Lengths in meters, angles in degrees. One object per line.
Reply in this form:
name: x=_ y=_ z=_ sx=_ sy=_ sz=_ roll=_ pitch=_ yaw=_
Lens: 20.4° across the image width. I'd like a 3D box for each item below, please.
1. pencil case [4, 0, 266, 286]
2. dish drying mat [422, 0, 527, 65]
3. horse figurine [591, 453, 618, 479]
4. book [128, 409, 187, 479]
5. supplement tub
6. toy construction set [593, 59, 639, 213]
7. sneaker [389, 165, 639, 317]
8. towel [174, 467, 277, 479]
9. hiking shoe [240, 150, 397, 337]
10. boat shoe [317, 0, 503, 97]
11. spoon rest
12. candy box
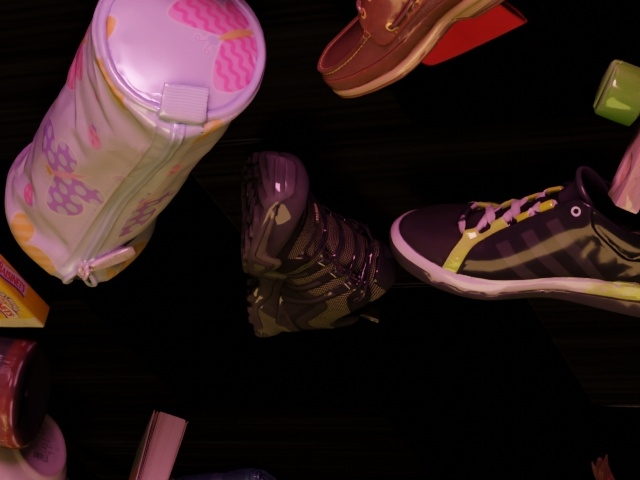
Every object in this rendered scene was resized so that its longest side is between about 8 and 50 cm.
pencil case: x=-0.130 y=-0.071 z=1.185 sx=0.113 sy=0.124 sz=0.273 roll=22 pitch=148 yaw=-13
dish drying mat: x=0.088 y=-0.130 z=1.105 sx=0.032 sy=0.008 sz=0.083 roll=32 pitch=145 yaw=-29
horse figurine: x=0.299 y=0.288 z=1.661 sx=0.174 sy=0.066 sz=0.263 roll=12 pitch=153 yaw=16
book: x=-0.174 y=0.248 z=1.718 sx=0.035 sy=0.144 sz=0.096 roll=20 pitch=149 yaw=-10
supplement tub: x=-0.354 y=0.127 z=1.632 sx=0.197 sy=0.106 sz=0.106 roll=8 pitch=150 yaw=12
toy construction set: x=0.279 y=-0.063 z=0.964 sx=0.237 sy=0.257 sz=0.309 roll=27 pitch=129 yaw=2
sneaker: x=0.164 y=-0.015 z=1.223 sx=0.234 sy=0.084 sz=0.097 roll=6 pitch=125 yaw=12
towel: x=-0.091 y=0.259 z=1.816 sx=0.119 sy=0.029 sz=0.067 roll=-11 pitch=141 yaw=37
hiking shoe: x=0.000 y=0.000 z=1.308 sx=0.114 sy=0.086 sz=0.227 roll=-1 pitch=155 yaw=0
boat shoe: x=0.052 y=-0.146 z=1.045 sx=0.060 sy=0.064 sz=0.178 roll=34 pitch=139 yaw=-21
spoon rest: x=-0.260 y=0.233 z=1.760 sx=0.084 sy=0.137 sz=0.276 roll=-26 pitch=142 yaw=29
candy box: x=-0.323 y=0.014 z=1.505 sx=0.105 sy=0.027 sz=0.206 roll=-3 pitch=146 yaw=23
